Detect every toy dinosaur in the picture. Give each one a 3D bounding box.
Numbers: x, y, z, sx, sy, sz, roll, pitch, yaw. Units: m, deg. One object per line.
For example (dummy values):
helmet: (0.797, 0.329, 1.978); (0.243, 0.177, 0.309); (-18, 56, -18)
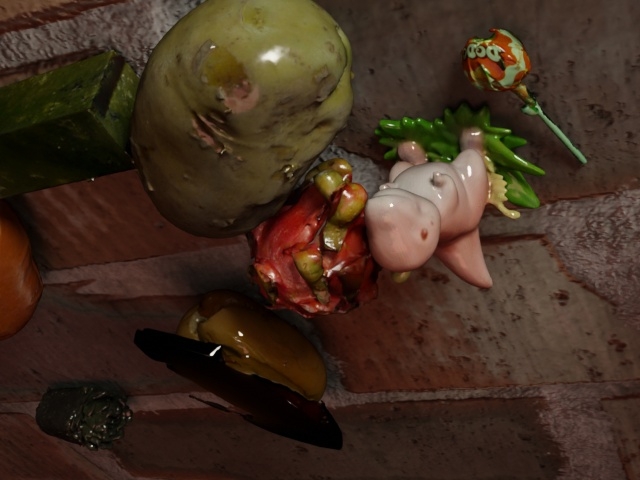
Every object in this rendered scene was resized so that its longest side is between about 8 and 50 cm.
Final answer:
toy dinosaur: (0.112, -0.024, 0.801); (0.152, 0.177, 0.194); (-2, 143, 21)

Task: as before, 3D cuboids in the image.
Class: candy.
candy: (0.180, -0.113, 0.787); (0.185, 0.049, 0.056); (37, 168, -39)

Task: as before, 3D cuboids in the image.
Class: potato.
potato: (-0.076, -0.102, 0.778); (0.165, 0.165, 0.262); (27, 138, -19)

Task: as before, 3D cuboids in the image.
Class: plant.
plant: (-0.357, 0.264, 1.410); (0.143, 0.092, 0.094); (5, 136, 21)

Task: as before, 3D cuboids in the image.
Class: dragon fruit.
dragon fruit: (0.000, 0.000, 0.892); (0.150, 0.133, 0.207); (34, 148, 12)

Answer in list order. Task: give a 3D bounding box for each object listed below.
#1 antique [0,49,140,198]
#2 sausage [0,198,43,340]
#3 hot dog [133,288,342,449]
antique: (-0.267, -0.104, 0.893); (0.221, 0.080, 0.081); (-8, 138, 28)
sausage: (-0.392, 0.026, 1.066); (0.133, 0.133, 0.258); (8, 142, 6)
hot dog: (-0.082, 0.148, 1.160); (0.194, 0.107, 0.326); (8, 154, 22)
